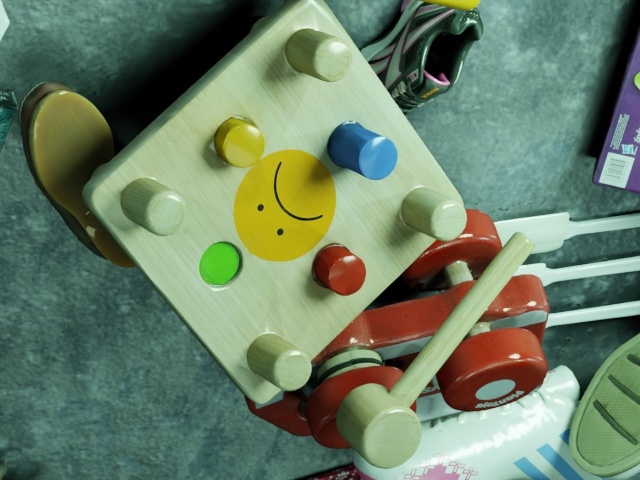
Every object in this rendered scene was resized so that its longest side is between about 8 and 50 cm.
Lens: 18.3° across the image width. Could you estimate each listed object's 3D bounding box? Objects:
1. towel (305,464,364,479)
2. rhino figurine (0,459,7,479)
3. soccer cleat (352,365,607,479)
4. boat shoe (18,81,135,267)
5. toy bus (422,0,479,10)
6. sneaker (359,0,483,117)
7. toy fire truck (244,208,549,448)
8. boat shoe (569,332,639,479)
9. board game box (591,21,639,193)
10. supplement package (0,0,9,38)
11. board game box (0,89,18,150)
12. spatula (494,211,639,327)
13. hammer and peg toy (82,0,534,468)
[{"bbox_3d":[-0.071,0.343,2.118,0.275,0.031,0.199,-17,136,-10],"label":"towel"},{"bbox_3d":[-0.370,0.270,1.883,0.243,0.073,0.106,-14,138,-14],"label":"rhino figurine"},{"bbox_3d":[0.187,0.190,2.047,0.331,0.116,0.143,2,114,-29],"label":"soccer cleat"},{"bbox_3d":[-0.204,-0.058,1.646,0.073,0.073,0.207,-38,140,-16],"label":"boat shoe"},{"bbox_3d":[0.050,-0.267,1.537,0.333,0.108,0.130,9,127,-31],"label":"toy bus"},{"bbox_3d":[0.077,-0.143,1.691,0.072,0.077,0.178,10,127,-30],"label":"sneaker"},{"bbox_3d":[0.075,0.119,1.887,0.302,0.169,0.254,-15,151,-7],"label":"toy fire truck"},{"bbox_3d":[0.373,0.123,2.009,0.302,0.113,0.103,-52,144,1],"label":"boat shoe"},{"bbox_3d":[0.384,-0.170,1.762,0.208,0.056,0.346,17,130,4],"label":"board game box"},{"bbox_3d":[-0.304,-0.178,1.410,0.105,0.179,0.105,13,124,-33],"label":"supplement package"},{"bbox_3d":[-0.335,-0.050,1.628,0.126,0.026,0.186,7,127,-30],"label":"board game box"},{"bbox_3d":[0.263,0.031,1.986,0.242,0.019,0.168,-7,129,-20],"label":"spatula"},{"bbox_3d":[0.000,0.000,1.659,0.266,0.127,0.361,-44,120,-11],"label":"hammer and peg toy"}]
